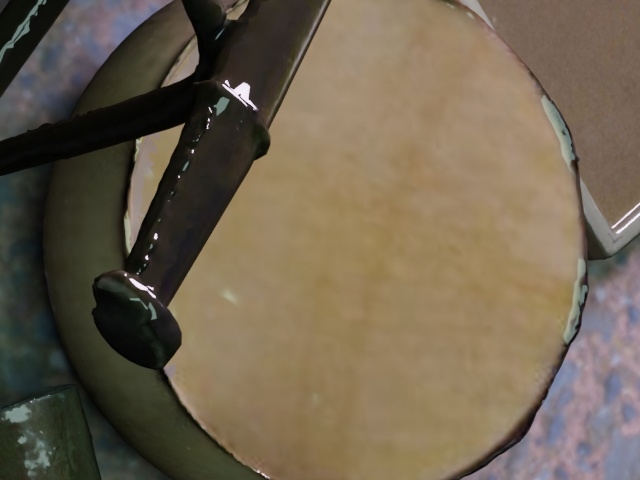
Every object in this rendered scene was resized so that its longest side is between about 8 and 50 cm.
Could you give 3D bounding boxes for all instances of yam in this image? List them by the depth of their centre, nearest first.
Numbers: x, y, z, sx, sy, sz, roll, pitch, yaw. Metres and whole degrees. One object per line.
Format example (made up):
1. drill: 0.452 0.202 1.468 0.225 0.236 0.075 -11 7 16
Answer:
1. yam: -0.115 0.146 0.850 0.068 0.068 0.169 -18 99 -29

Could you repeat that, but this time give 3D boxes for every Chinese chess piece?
1. Chinese chess piece: 0.000 0.000 0.900 0.257 0.104 0.257 2 86 -30

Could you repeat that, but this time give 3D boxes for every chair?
1. chair: -0.124 -0.216 0.711 0.365 0.362 0.410 50 62 -17

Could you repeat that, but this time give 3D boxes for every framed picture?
1. framed picture: 0.147 -0.185 1.042 0.240 0.020 0.324 -40 105 -25
